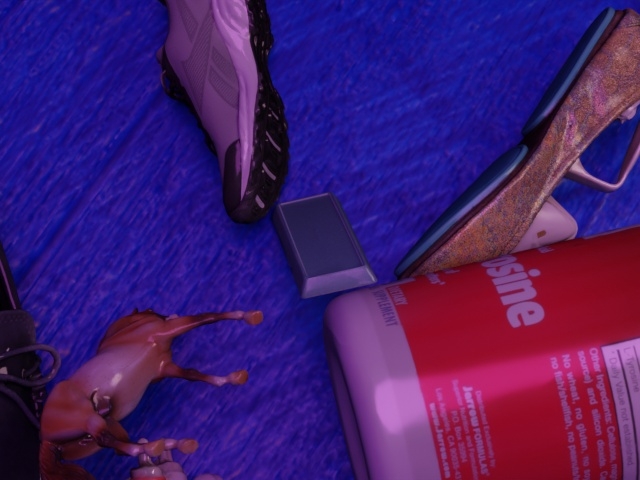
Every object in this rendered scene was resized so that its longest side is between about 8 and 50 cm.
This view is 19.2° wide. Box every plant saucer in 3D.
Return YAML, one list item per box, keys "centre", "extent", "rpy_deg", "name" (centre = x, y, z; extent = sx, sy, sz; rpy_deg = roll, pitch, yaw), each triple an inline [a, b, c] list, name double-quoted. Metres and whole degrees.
- centre: [0.000, 0.000, 1.674]
  extent: [0.067, 0.192, 0.018]
  rpy_deg: [-12, 113, -5]
  name: "plant saucer"

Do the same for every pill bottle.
- centre: [0.222, 0.113, 1.596]
  extent: [0.408, 0.229, 0.229]
  rpy_deg: [-13, 71, -5]
  name: "pill bottle"

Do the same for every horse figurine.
- centre: [-0.160, 0.131, 1.582]
  extent: [0.174, 0.066, 0.263]
  rpy_deg: [1, 39, 33]
  name: "horse figurine"

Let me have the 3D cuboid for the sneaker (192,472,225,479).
- centre: [-0.029, 0.280, 1.627]
  extent: [0.094, 0.080, 0.212]
  rpy_deg: [-32, 81, -23]
  name: "sneaker"

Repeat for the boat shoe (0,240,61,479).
- centre: [-0.323, 0.124, 1.608]
  extent: [0.187, 0.156, 0.500]
  rpy_deg: [-5, 67, -33]
  name: "boat shoe"

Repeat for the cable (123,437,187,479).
- centre: [-0.119, 0.303, 1.577]
  extent: [0.072, 0.139, 0.287]
  rpy_deg: [-20, 72, 2]
  name: "cable"

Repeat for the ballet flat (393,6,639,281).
- centre: [0.211, -0.061, 1.723]
  extent: [0.123, 0.123, 0.348]
  rpy_deg: [36, 75, 12]
  name: "ballet flat"

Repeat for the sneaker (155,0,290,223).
- centre: [-0.094, -0.138, 1.761]
  extent: [0.108, 0.100, 0.271]
  rpy_deg: [-14, 67, 10]
  name: "sneaker"
